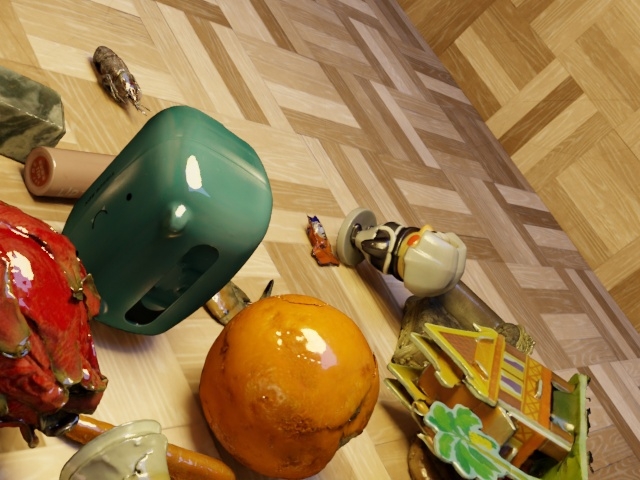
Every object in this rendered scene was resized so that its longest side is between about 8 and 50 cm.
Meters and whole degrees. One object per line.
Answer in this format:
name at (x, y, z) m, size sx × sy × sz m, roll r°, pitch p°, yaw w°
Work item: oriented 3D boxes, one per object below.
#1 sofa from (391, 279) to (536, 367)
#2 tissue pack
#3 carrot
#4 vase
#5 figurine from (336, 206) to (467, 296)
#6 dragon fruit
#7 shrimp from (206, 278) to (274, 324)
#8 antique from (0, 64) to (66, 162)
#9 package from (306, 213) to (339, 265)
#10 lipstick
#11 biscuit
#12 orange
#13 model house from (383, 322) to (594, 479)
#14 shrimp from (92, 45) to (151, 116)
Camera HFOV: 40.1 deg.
sofa at (0.273, 0.183, 1.671) m, size 0.200 × 0.182 × 0.258 m, roll 42°, pitch 27°, yaw -8°
tissue pack at (-0.201, -0.009, 1.122) m, size 0.198 × 0.287 × 0.206 m, roll 32°, pitch 31°, yaw -34°
carrot at (-0.203, 0.253, 1.042) m, size 0.248 × 0.043 × 0.043 m, roll 29°, pitch 32°, yaw -28°
vase at (-0.142, 0.343, 0.880) m, size 0.173 × 0.173 × 0.321 m, roll 7°, pitch 42°, yaw -52°
figurine at (0.165, 0.025, 1.676) m, size 0.236 × 0.133 × 0.176 m, roll 19°, pitch 11°, yaw 35°
dragon fruit at (-0.337, 0.070, 0.870) m, size 0.299 × 0.244 × 0.244 m, roll 35°, pitch 28°, yaw -3°
shrimp at (-0.133, 0.055, 1.410) m, size 0.150 × 0.051 × 0.217 m, roll 33°, pitch 37°, yaw -31°
antique at (-0.450, -0.184, 1.223) m, size 0.183 × 0.088 × 0.086 m, roll 24°, pitch 35°, yaw -39°
package at (-0.001, 0.000, 1.689) m, size 0.077 × 0.033 × 0.110 m, roll 26°, pitch 45°, yaw -75°
lipstick at (-0.315, -0.094, 1.313) m, size 0.254 × 0.070 × 0.070 m, roll 2°, pitch 51°, yaw -54°
biscuit at (0.233, 0.406, 1.467) m, size 0.226 × 0.042 × 0.226 m, roll 36°, pitch 28°, yaw -23°
orange at (-0.039, 0.188, 1.151) m, size 0.240 × 0.240 × 0.240 m, roll 35°, pitch 29°, yaw -23°
model house at (0.232, 0.304, 1.386) m, size 0.313 × 0.242 × 0.357 m, roll 30°, pitch 30°, yaw 1°
shrimp at (-0.349, -0.274, 1.527) m, size 0.056 × 0.065 × 0.165 m, roll -23°, pitch 75°, yaw -28°
